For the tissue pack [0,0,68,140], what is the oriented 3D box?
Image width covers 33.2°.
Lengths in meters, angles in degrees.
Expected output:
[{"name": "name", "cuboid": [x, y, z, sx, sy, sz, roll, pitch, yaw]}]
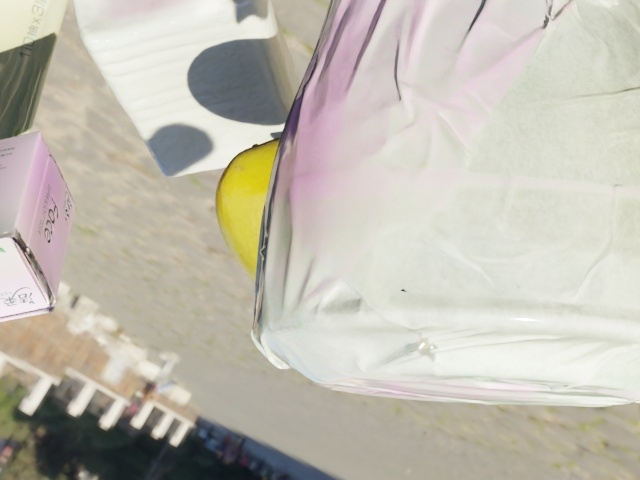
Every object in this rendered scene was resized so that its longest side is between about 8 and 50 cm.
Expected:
[{"name": "tissue pack", "cuboid": [-0.505, -0.194, 1.276, 0.332, 0.405, 0.205, 5, -146, -30]}]

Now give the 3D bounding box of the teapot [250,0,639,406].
[{"name": "teapot", "cuboid": [0.073, -0.025, 0.428, 0.163, 0.178, 0.221, 0, 167, 23]}]

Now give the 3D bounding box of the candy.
[{"name": "candy", "cuboid": [-0.139, -0.214, 1.243, 0.208, 0.145, 0.358, -14, 156, 1]}]

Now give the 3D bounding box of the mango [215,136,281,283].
[{"name": "mango", "cuboid": [0.000, 0.000, 0.860, 0.194, 0.130, 0.092, 54, 179, 14]}]

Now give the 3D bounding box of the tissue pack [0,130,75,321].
[{"name": "tissue pack", "cuboid": [-0.348, 0.002, 0.931, 0.246, 0.148, 0.092, -11, 131, 8]}]
